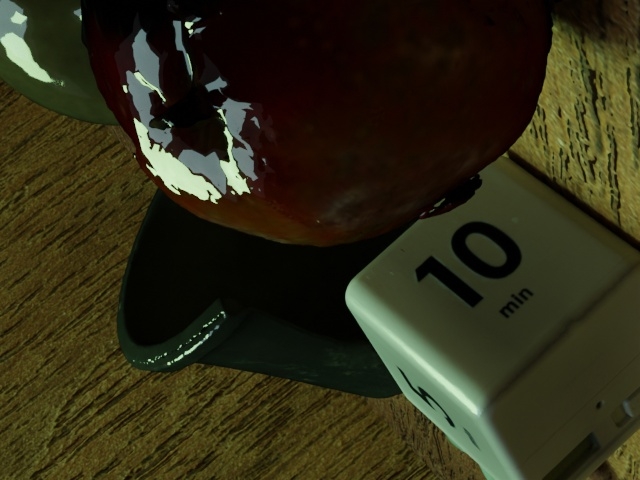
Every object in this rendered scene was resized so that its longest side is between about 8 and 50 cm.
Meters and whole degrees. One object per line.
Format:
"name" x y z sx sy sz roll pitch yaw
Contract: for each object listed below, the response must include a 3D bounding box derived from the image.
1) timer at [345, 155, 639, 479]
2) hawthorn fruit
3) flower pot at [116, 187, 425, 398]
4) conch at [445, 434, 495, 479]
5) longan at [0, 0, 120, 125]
"timer" 0.170 0.079 1.454 0.195 0.192 0.194 41 169 40
"hawthorn fruit" -0.007 -0.147 1.079 0.316 0.316 0.316 47 172 9
"flower pot" 0.000 0.000 1.650 0.251 0.379 0.379 29 180 -24
"conch" 0.247 0.256 2.110 0.185 0.121 0.221 43 174 44
"longan" -0.190 -0.244 1.563 0.297 0.297 0.297 47 172 9
